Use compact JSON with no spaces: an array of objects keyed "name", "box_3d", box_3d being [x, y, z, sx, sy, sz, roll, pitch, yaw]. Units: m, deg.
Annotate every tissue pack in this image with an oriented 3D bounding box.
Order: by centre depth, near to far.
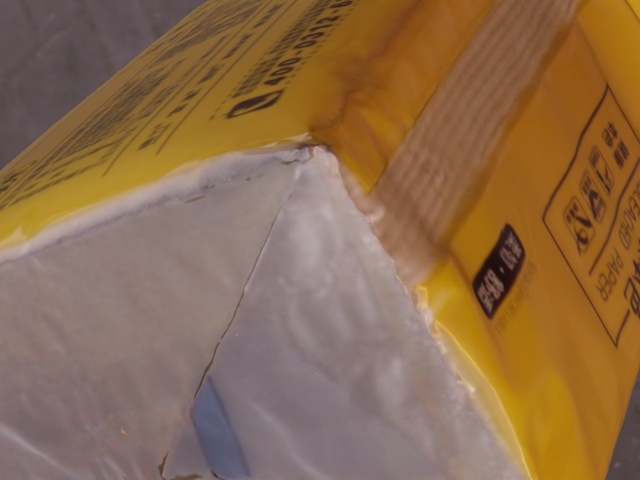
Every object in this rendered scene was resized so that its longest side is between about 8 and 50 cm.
[{"name":"tissue pack","box_3d":[0.000,0.000,0.719,0.293,0.382,0.228,-20,108,30]}]
